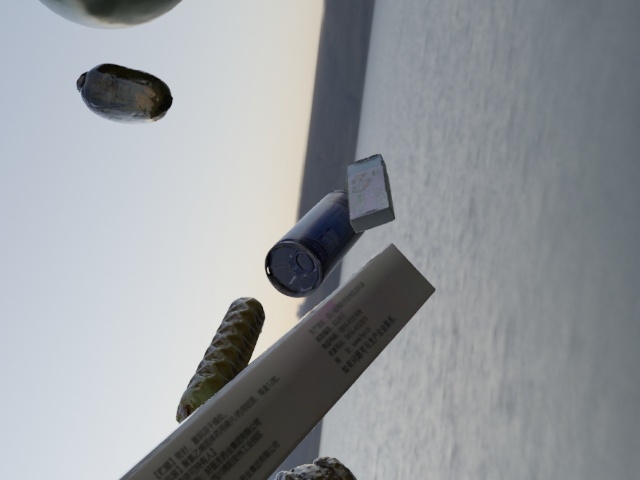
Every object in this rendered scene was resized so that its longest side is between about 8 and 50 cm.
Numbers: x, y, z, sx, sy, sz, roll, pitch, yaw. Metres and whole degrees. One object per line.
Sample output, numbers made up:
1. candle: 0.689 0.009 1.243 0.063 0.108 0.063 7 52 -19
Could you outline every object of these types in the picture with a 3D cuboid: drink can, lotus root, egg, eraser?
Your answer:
1. drink can: 0.000 0.000 1.301 0.235 0.097 0.097 -49 -31 -58
2. lotus root: -0.306 -0.228 1.279 0.080 0.179 0.089 3 -78 -68
3. egg: -0.331 -0.474 1.307 0.352 0.259 0.258 -32 -45 -53
4. eraser: 0.043 -0.043 0.721 0.083 0.038 0.019 -91 -24 -51

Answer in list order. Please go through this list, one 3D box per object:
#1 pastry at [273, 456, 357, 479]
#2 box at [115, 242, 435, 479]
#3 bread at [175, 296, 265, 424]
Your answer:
1. pastry: 0.006 0.402 1.157 0.189 0.103 0.188 43 141 49
2. box: -0.066 0.142 0.612 0.214 0.069 0.353 -44 -2 38
3. bread: -0.153 0.193 1.309 0.084 0.077 0.367 61 -161 -16
